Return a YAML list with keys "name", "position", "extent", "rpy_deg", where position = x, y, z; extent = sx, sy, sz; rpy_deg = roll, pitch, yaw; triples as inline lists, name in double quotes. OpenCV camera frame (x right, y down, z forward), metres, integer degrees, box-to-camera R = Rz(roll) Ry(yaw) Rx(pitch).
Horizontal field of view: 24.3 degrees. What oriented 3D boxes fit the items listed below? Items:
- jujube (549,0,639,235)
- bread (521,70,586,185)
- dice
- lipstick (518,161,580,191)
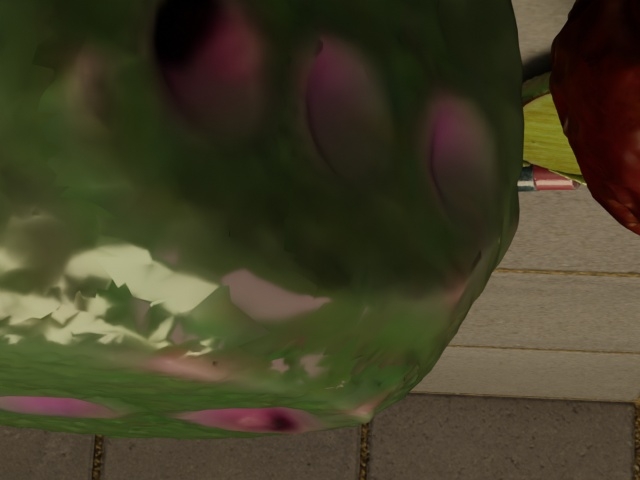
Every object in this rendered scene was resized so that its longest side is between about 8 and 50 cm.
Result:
- name: "jujube"
  position: [0.229, -0.085, 0.899]
  extent: [0.174, 0.174, 0.250]
  rpy_deg: [-3, 157, 23]
- name: "bread"
  position: [0.280, -0.087, 1.151]
  extent: [0.301, 0.045, 0.301]
  rpy_deg: [5, 167, 1]
- name: "dice"
  position: [-0.108, -0.075, 0.722]
  extent: [0.330, 0.318, 0.322]
  rpy_deg: [-9, 162, 39]
- name: "lipstick"
  position: [0.113, -0.056, 1.309]
  extent: [0.234, 0.053, 0.053]
  rpy_deg: [1, 166, 2]
